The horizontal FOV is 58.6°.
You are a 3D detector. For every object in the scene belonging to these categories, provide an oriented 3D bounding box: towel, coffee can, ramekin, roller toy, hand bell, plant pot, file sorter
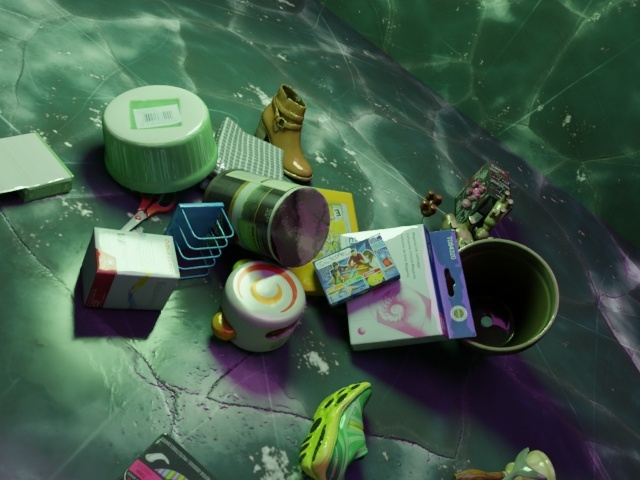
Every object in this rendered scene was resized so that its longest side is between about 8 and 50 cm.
[{"bbox_3d":[-0.229,-0.229,1.729,0.235,0.121,0.284,21,39,-19],"label":"towel"},{"bbox_3d":[-0.141,-0.063,1.448,0.275,0.201,0.201,18,21,41],"label":"coffee can"},{"bbox_3d":[-0.429,-0.281,1.519,0.303,0.148,0.303,3,48,-4],"label":"ramekin"},{"bbox_3d":[-0.143,0.161,1.350,0.191,0.146,0.209,21,44,-4],"label":"roller toy"},{"bbox_3d":[0.436,0.583,1.402,0.242,0.126,0.126,6,44,-15],"label":"hand bell"},{"bbox_3d":[0.495,0.195,1.652,0.323,0.280,0.323,-4,65,8],"label":"plant pot"},{"bbox_3d":[-0.300,0.003,1.381,0.118,0.170,0.104,-6,55,-41],"label":"file sorter"}]

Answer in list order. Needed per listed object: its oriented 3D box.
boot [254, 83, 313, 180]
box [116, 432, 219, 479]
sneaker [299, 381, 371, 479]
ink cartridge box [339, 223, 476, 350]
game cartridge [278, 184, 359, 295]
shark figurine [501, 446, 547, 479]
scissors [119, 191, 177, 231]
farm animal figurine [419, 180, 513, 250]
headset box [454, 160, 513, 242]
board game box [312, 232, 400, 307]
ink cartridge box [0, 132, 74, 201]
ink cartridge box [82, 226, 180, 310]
[{"bbox_3d":[-0.087,-0.356,1.893,0.109,0.220,0.283,-14,59,-46],"label":"boot"},{"bbox_3d":[-0.294,0.472,0.894,0.165,0.143,0.270,39,37,5],"label":"box"},{"bbox_3d":[0.047,0.427,1.264,0.123,0.109,0.295,57,34,-10],"label":"sneaker"},{"bbox_3d":[0.228,0.116,1.539,0.330,0.071,0.324,-8,63,5],"label":"ink cartridge box"},{"bbox_3d":[0.000,0.000,1.635,0.285,0.052,0.324,5,64,-35],"label":"game cartridge"},{"bbox_3d":[0.410,0.616,1.298,0.166,0.278,0.116,3,-1,3],"label":"shark figurine"},{"bbox_3d":[-0.448,-0.061,1.457,0.109,0.021,0.297,26,36,-15],"label":"scissors"},{"bbox_3d":[0.504,-0.038,2.002,0.330,0.172,0.327,4,64,1],"label":"farm animal figurine"},{"bbox_3d":[0.634,-0.159,2.241,0.110,0.218,0.293,30,37,-10],"label":"headset box"},{"bbox_3d":[0.094,0.078,1.518,0.201,0.035,0.136,-22,64,0],"label":"board game box"},{"bbox_3d":[-0.727,-0.163,1.325,0.171,0.056,0.235,47,41,15],"label":"ink cartridge box"},{"bbox_3d":[-0.418,0.066,1.253,0.176,0.127,0.128,8,44,-32],"label":"ink cartridge box"}]
